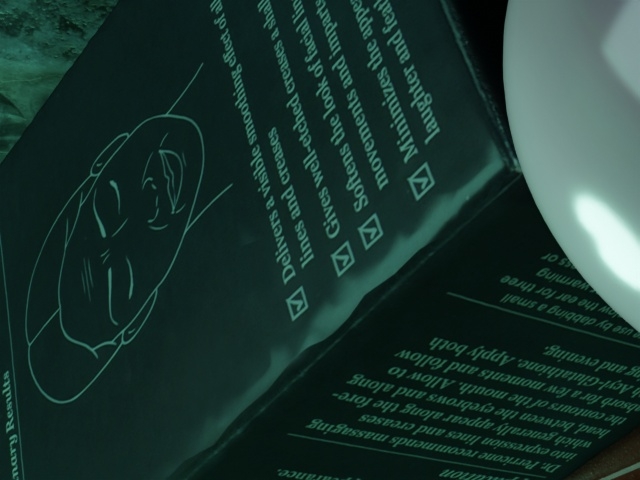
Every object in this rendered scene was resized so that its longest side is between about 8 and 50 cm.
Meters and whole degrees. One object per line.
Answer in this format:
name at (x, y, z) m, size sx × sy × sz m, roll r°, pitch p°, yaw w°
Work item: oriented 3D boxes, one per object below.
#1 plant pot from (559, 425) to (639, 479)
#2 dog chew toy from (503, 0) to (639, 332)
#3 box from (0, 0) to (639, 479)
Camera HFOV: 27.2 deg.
plant pot at (0.228, 0.050, 0.756) m, size 0.236 × 0.267 × 0.267 m, roll -31°, pitch 53°, yaw 55°
dog chew toy at (0.188, -0.103, 0.324) m, size 0.206 × 0.206 × 0.332 m, roll -98°, pitch 29°, yaw -42°
box at (0.000, 0.000, 0.699) m, size 0.395 × 0.212 × 0.293 m, roll -44°, pitch 46°, yaw 34°
